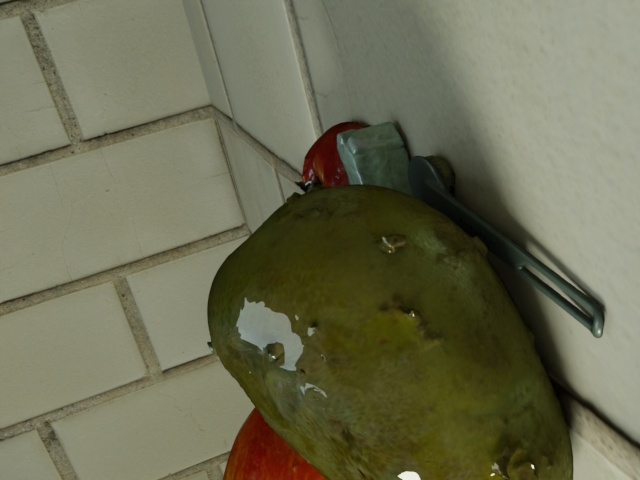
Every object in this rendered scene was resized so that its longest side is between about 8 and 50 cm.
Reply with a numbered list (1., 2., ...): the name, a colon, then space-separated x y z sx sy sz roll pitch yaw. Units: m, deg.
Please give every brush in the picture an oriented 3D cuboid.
1. brush: 0.148 -0.004 0.553 0.266 0.027 0.062 -129 23 -51

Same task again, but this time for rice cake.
1. rice cake: 0.081 -0.029 0.715 0.063 0.069 0.207 151 98 -76

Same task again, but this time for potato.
1. potato: 0.069 0.111 0.567 0.359 0.219 0.270 45 140 14

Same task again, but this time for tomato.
1. tomato: 0.030 -0.042 0.856 0.228 0.101 0.228 165 90 -79

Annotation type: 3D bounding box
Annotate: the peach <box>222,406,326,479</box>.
1. peach: 0.027 0.382 0.978 0.370 0.370 0.370 162 90 -79
